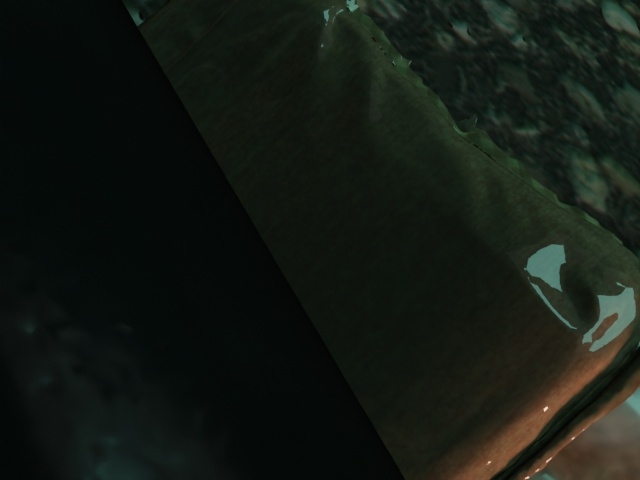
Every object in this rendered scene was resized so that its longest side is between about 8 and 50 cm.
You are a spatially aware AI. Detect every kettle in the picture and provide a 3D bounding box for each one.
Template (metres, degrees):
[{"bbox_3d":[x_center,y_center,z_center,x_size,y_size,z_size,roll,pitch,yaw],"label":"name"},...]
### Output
[{"bbox_3d":[-0.137,0.040,0.480,0.308,0.262,0.203,61,1,19],"label":"kettle"}]

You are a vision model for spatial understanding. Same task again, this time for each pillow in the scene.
[{"bbox_3d":[0.002,-0.002,0.567,0.211,0.135,0.034,46,-2,22],"label":"pillow"}]

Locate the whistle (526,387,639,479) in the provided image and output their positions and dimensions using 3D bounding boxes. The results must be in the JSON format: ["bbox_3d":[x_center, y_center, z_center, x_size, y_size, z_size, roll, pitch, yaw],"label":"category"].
[{"bbox_3d":[0.025,0.057,0.645,0.348,0.189,0.189,35,35,5],"label":"whistle"}]
